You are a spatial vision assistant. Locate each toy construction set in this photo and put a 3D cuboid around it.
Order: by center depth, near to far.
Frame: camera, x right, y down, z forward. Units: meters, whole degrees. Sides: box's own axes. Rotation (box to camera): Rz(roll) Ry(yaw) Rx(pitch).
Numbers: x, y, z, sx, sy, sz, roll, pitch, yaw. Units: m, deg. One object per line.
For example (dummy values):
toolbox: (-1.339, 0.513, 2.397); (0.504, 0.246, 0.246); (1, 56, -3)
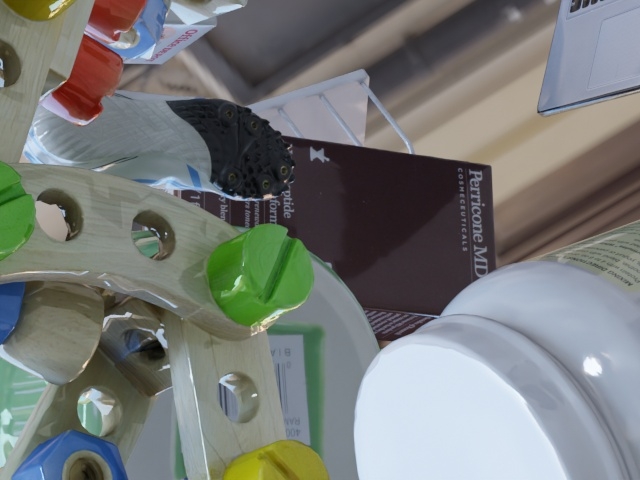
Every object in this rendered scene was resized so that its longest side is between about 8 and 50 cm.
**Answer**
toy construction set: (-0.086, -0.058, 0.539); (0.215, 0.151, 0.328); (30, -142, -27)

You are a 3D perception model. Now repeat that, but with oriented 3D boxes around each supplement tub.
supplement tub: (0.207, 0.104, 0.934); (0.325, 0.235, 0.235); (-18, -109, -32)

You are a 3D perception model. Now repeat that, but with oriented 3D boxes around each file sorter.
file sorter: (-0.029, -0.077, 2.134); (0.173, 0.277, 0.193); (56, 157, 36)

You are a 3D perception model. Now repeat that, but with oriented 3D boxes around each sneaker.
sneaker: (-0.135, -0.079, 1.292); (0.086, 0.237, 0.085); (169, 108, -65)

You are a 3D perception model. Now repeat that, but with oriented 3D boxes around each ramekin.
ramekin: (-0.092, 0.131, 1.207); (0.303, 0.148, 0.303); (7, -103, -34)

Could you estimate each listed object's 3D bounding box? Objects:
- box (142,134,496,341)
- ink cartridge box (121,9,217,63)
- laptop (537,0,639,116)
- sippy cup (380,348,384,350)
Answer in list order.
box: (0.000, 0.000, 1.708); (0.381, 0.143, 0.191); (6, -109, -24)
ink cartridge box: (-0.193, -0.224, 1.294); (0.176, 0.128, 0.127); (-4, -98, -29)
laptop: (0.255, -0.369, 1.548); (0.236, 0.408, 0.382); (16, 173, -17)
sippy cup: (0.071, 0.275, 1.922); (0.224, 0.240, 0.305); (-30, -67, -61)
